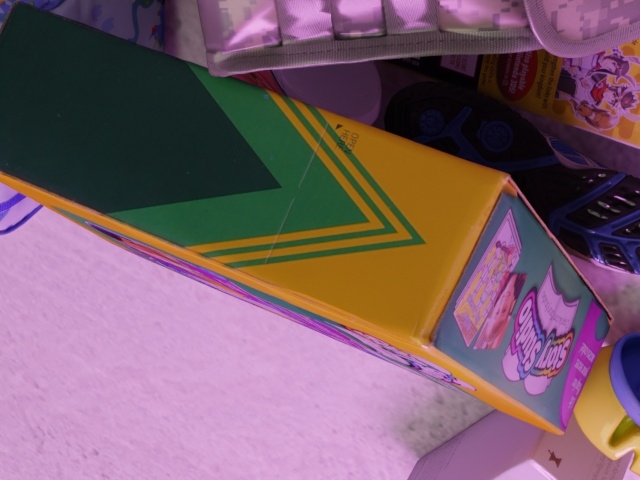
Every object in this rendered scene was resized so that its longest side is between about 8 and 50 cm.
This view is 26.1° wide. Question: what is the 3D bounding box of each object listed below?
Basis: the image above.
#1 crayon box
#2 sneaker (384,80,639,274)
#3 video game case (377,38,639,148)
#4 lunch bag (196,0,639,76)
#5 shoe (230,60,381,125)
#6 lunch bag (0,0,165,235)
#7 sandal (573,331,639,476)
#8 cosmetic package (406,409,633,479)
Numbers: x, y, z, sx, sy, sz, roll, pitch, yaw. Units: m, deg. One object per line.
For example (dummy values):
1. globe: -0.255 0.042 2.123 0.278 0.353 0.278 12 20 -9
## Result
1. crayon box: 0.000 0.000 0.879 0.313 0.106 0.363 21 174 23
2. sneaker: 0.135 -0.037 0.926 0.211 0.080 0.081 30 180 0
3. video game case: 0.139 -0.197 0.832 0.248 0.035 0.274 21 134 16
4. lunch bag: 0.073 -0.220 0.700 0.287 0.169 0.235 -3 118 8
5. shoe: -0.018 -0.112 0.950 0.178 0.063 0.081 49 152 34
6. lunch bag: -0.198 -0.120 0.978 0.090 0.219 0.176 25 136 20
7. sandal: 0.333 0.154 0.957 0.317 0.126 0.138 33 133 2
8. cosmetic package: 0.147 0.202 1.118 0.085 0.117 0.231 41 138 -7
